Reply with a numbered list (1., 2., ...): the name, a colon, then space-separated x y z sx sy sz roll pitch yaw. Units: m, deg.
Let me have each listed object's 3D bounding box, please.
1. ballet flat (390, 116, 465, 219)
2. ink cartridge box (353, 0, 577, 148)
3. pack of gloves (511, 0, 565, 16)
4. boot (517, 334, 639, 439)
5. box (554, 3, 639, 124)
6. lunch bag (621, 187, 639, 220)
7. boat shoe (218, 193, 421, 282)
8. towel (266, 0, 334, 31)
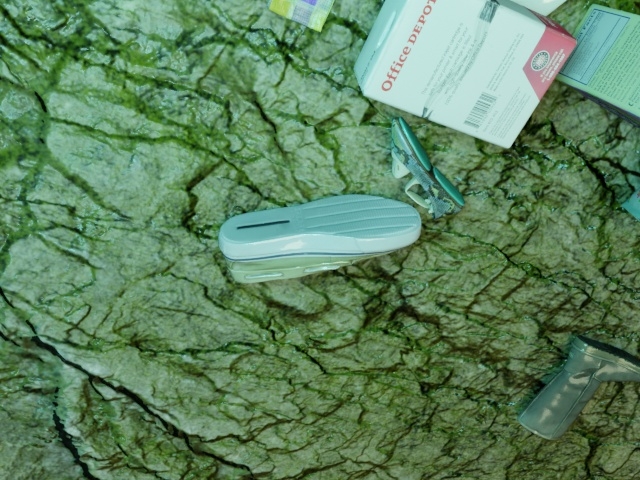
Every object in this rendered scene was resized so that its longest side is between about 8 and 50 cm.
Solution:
1. ballet flat: 0.145 -0.100 1.028 0.070 0.070 0.188 -38 114 8
2. ink cartridge box: 0.187 -0.249 0.923 0.237 0.100 0.172 16 122 -19
3. pack of gloves: 0.303 -0.393 0.877 0.232 0.046 0.195 -30 117 28
4. boot: 0.501 0.293 1.294 0.189 0.076 0.209 21 104 -6
5. box: 0.478 -0.207 0.939 0.213 0.243 0.117 22 110 -21
6. lunch bag: 0.602 -0.064 1.010 0.160 0.262 0.223 40 106 -2
7. boat shoe: 0.000 0.000 1.035 0.302 0.109 0.094 -4 133 0
8. towel: -0.025 -0.319 0.907 0.083 0.009 0.060 20 110 -20
